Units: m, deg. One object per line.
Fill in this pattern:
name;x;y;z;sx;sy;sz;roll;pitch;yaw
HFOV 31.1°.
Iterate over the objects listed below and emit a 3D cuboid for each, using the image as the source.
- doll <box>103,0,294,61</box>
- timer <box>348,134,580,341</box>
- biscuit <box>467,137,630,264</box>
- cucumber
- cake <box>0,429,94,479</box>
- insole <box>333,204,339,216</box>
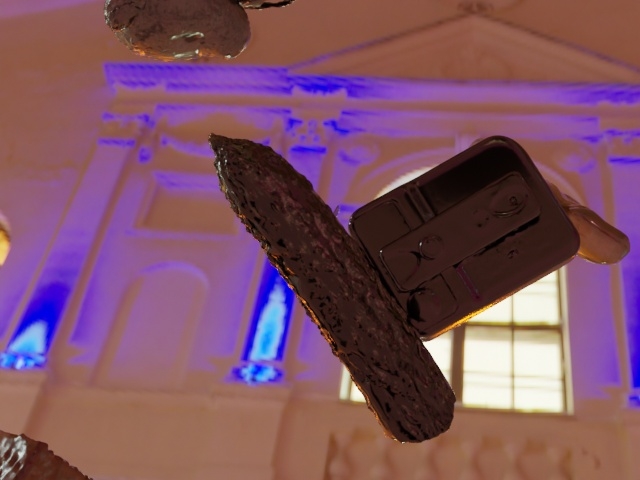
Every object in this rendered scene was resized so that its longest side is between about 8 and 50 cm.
doll;-0.094;-0.302;1.332;0.340;0.246;0.158;-20;-94;8
timer;0.134;-0.006;1.088;0.187;0.144;0.055;-30;-17;-1
biscuit;0.294;-0.055;1.547;0.237;0.290;0.062;35;-80;-1
cucumber;0.008;0.033;0.915;0.072;0.072;0.300;-27;-76;28
cake;-0.403;0.303;1.289;0.293;0.198;0.196;15;-22;33
insole;0.000;0.000;1.762;0.002;0.152;0.053;21;-40;10
